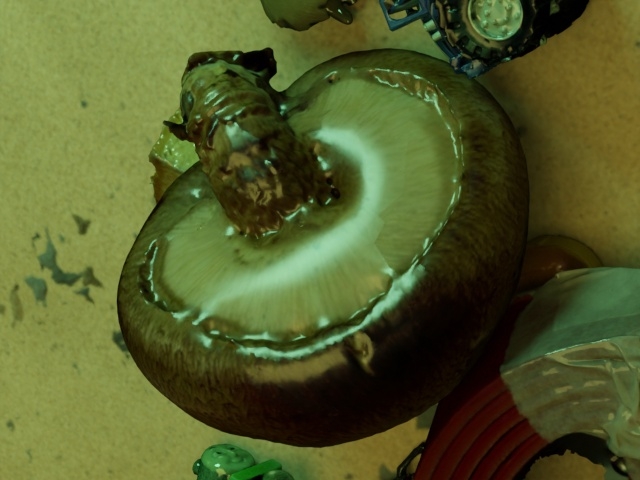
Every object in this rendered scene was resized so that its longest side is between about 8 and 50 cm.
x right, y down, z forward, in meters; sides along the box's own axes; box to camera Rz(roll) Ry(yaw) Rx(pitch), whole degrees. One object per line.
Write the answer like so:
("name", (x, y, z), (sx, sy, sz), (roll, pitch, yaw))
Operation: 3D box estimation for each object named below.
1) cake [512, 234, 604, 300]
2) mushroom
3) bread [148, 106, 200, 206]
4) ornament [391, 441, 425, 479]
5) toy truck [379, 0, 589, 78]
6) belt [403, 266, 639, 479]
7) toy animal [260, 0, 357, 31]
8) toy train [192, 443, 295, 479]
("cake", (0.159, 0.038, 1.256), (0.084, 0.044, 0.084), (9, 110, 25))
("mushroom", (0.000, 0.000, 1.211), (0.297, 0.163, 0.278), (-34, 69, 1))
("bread", (-0.075, -0.048, 1.357), (0.084, 0.080, 0.109), (30, 153, 14))
("ornament", (0.060, 0.217, 1.378), (0.073, 0.028, 0.125), (46, 119, 4))
("toy truck", (0.079, -0.210, 1.169), (0.126, 0.113, 0.208), (-20, 97, 32))
("belt", (0.174, 0.167, 1.223), (0.227, 0.115, 0.323), (14, 121, 7))
("toy animal", (-0.055, -0.229, 1.200), (0.186, 0.093, 0.214), (28, 154, 18))
("toy train", (-0.077, 0.279, 1.442), (0.119, 0.085, 0.251), (29, 115, 32))
